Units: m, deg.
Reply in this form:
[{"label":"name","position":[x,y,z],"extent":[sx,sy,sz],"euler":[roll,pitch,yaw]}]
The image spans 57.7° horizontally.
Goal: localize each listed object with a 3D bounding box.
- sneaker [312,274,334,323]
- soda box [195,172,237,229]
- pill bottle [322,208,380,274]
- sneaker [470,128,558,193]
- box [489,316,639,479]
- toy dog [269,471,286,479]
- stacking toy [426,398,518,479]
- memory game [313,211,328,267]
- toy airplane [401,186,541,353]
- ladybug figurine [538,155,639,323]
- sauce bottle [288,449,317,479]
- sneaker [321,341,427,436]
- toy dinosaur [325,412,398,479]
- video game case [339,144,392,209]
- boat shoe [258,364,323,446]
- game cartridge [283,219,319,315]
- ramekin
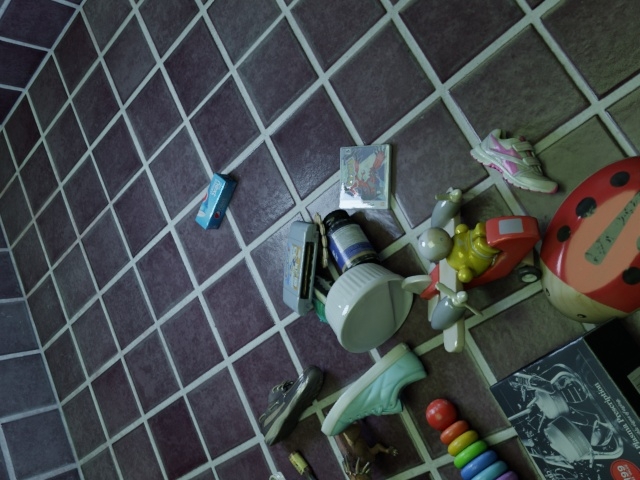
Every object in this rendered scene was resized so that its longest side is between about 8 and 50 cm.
[{"label":"sneaker","position":[0.049,0.233,1.897],"extent":[0.275,0.106,0.110],"euler":[50,136,30]},{"label":"soda box","position":[-0.398,-0.148,2.214],"extent":[0.071,0.067,0.210],"euler":[38,111,29]},{"label":"pill bottle","position":[0.090,0.011,1.820],"extent":[0.123,0.122,0.219],"euler":[-48,52,27]},{"label":"sneaker","position":[0.519,-0.212,1.524],"extent":[0.252,0.102,0.111],"euler":[41,115,27]},{"label":"box","position":[0.637,0.413,1.361],"extent":[0.343,0.178,0.312],"euler":[60,139,19]},{"label":"toy dog","position":[-0.032,0.912,1.939],"extent":[0.333,0.160,0.220],"euler":[41,128,33]},{"label":"stacking toy","position":[0.417,0.586,1.616],"extent":[0.141,0.141,0.330],"euler":[-50,57,26]},{"label":"memory game","position":[0.000,0.000,1.885],"extent":[0.012,0.186,0.186],"euler":[-8,85,-9]},{"label":"toy airplane","position":[0.346,0.054,1.525],"extent":[0.385,0.272,0.386],"euler":[-59,28,5]},{"label":"ladybug figurine","position":[0.687,-0.002,1.371],"extent":[0.305,0.161,0.450],"euler":[35,111,30]},{"label":"sauce bottle","position":[-0.059,0.788,2.006],"extent":[0.128,0.042,0.042],"euler":[45,116,25]},{"label":"sneaker","position":[0.164,0.477,1.726],"extent":[0.366,0.135,0.150],"euler":[-46,68,4]},{"label":"toy dinosaur","position":[0.099,0.639,1.790],"extent":[0.296,0.200,0.127],"euler":[51,118,24]},{"label":"video game case","position":[0.141,-0.200,1.848],"extent":[0.183,0.023,0.202],"euler":[3,93,36]},{"label":"boat shoe","position":[-0.120,0.550,1.991],"extent":[0.130,0.132,0.356],"euler":[43,113,27]},{"label":"game cartridge","position":[-0.070,0.085,1.930],"extent":[0.198,0.062,0.298],"euler":[-165,80,-66]},{"label":"ramekin","position":[0.135,0.190,1.724],"extent":[0.127,0.272,0.273],"euler":[42,115,42]}]
